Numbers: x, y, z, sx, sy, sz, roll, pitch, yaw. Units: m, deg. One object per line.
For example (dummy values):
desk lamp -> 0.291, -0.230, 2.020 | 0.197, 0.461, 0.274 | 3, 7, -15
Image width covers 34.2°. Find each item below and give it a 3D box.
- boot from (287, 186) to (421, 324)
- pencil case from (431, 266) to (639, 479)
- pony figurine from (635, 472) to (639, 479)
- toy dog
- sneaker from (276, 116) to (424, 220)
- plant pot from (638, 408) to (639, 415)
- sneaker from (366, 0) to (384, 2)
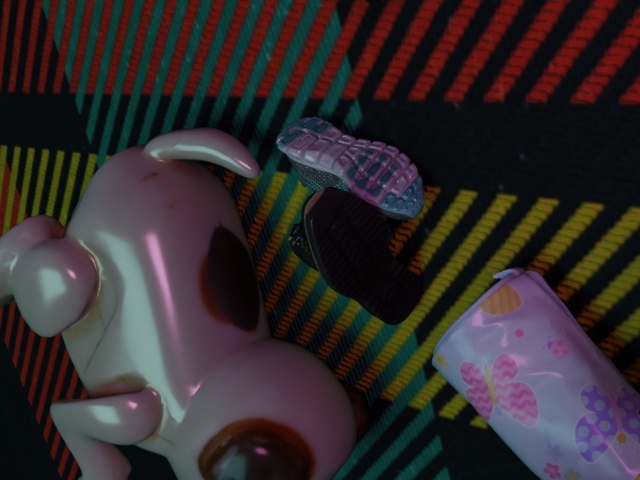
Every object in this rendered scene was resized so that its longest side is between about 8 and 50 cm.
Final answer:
boot -> 0.000, 0.000, 0.978 | 0.137, 0.077, 0.198 | 31, 164, 38
pencil case -> 0.217, 0.148, 0.850 | 0.273, 0.113, 0.124 | 44, 123, 17
pony figurine -> 0.241, 0.248, 0.616 | 0.351, 0.302, 0.363 | 21, 159, -3
toy dog -> -0.127, 0.117, 1.146 | 0.395, 0.284, 0.408 | -42, 78, 17
sneaker -> 0.033, -0.056, 0.975 | 0.166, 0.065, 0.076 | 33, 154, 35
plant pot -> 0.331, 0.032, 0.549 | 0.212, 0.212, 0.187 | 22, 108, 45
sneaker -> 0.010, -0.249, 0.833 | 0.178, 0.077, 0.072 | 37, 138, 27
